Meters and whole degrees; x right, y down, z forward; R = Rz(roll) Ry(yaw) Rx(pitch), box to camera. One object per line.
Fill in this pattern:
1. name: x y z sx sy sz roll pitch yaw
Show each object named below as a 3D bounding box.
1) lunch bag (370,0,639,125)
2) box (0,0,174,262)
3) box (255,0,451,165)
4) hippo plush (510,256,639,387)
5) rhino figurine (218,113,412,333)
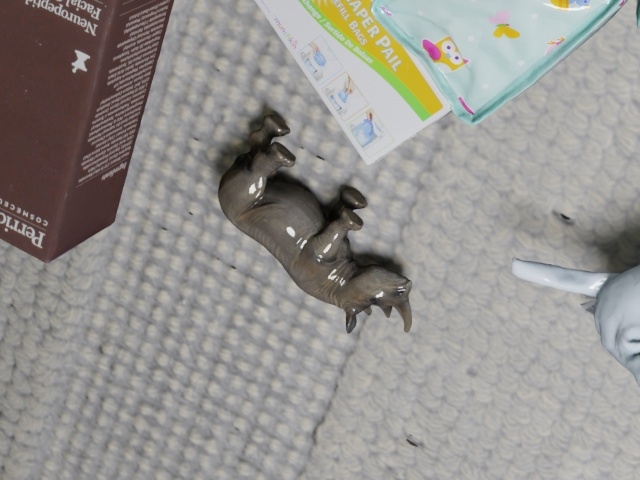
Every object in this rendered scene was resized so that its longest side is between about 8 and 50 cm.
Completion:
1. lunch bag: 0.201 -0.240 1.382 0.262 0.223 0.160 -37 96 30
2. box: -0.267 -0.193 1.676 0.191 0.143 0.381 26 120 15
3. box: 0.043 -0.188 1.542 0.103 0.114 0.203 -33 91 31
4. hippo plush: 0.371 0.044 1.454 0.236 0.234 0.294 -54 39 13
5. rhino figurine: 0.000 0.000 1.658 0.243 0.073 0.106 45 117 3
